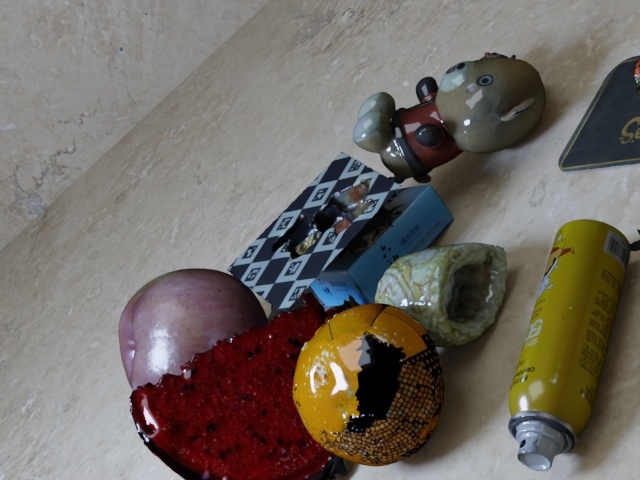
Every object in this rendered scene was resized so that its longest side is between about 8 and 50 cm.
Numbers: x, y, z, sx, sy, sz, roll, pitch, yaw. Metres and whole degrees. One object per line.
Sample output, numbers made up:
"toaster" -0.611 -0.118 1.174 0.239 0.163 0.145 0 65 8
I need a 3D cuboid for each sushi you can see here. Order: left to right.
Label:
"sushi" 0.000 0.000 2.084 0.292 0.059 0.294 -46 25 -3

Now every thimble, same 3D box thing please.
"thimble" 0.182 0.074 1.864 0.143 0.137 0.190 -12 32 53

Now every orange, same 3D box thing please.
"orange" 0.068 0.201 1.766 0.234 0.182 0.235 -27 57 53

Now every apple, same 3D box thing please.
"apple" -0.224 0.183 2.192 0.305 0.235 0.306 -179 90 -69

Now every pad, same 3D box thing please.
"pad" 0.489 -0.198 1.843 0.375 0.063 0.315 -6 48 57

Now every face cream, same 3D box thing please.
"face cream" 0.312 0.134 1.597 0.105 0.105 0.349 -21 36 46

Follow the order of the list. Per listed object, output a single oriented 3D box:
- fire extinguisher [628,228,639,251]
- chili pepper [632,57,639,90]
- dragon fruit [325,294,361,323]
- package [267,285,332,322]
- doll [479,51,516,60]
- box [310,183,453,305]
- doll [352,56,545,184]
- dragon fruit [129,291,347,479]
"fire extinguisher" 0.480 -0.058 1.582 0.231 0.099 0.071 -50 56 43
"chili pepper" 0.499 -0.268 1.867 0.027 0.045 0.178 -31 14 40
"dragon fruit" 0.037 0.159 1.998 0.175 0.142 0.138 0 5 33
"package" -0.004 0.123 2.196 0.251 0.062 0.204 -49 25 -11
"doll" 0.299 -0.276 2.252 0.152 0.085 0.114 -49 -1 24
"box" 0.097 0.009 2.115 0.232 0.083 0.142 -47 20 -25
"doll" 0.222 -0.201 2.122 0.329 0.174 0.235 -21 15 19
"dragon fruit" -0.092 0.274 1.887 0.343 0.282 0.100 -25 -18 -16
